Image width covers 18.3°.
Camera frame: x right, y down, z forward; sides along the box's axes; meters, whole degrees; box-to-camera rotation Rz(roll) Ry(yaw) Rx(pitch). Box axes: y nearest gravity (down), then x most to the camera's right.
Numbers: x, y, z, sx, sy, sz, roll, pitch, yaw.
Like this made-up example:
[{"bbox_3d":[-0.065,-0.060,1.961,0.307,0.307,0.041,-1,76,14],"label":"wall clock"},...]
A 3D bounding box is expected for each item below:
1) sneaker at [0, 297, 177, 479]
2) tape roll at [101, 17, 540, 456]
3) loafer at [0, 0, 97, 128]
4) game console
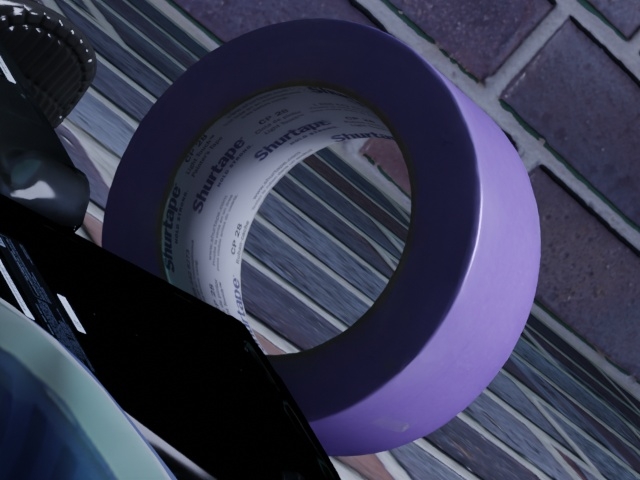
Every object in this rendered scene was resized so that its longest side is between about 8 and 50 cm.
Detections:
[{"bbox_3d":[-0.016,0.120,0.371,0.315,0.127,0.182,23,-24,-2],"label":"sneaker"},{"bbox_3d":[0.000,0.000,0.908,0.189,0.189,0.080,45,7,28],"label":"tape roll"},{"bbox_3d":[-0.194,-0.115,0.996,0.078,0.080,0.220,46,8,32],"label":"loafer"},{"bbox_3d":[-0.121,-0.020,0.794,0.213,0.044,0.361,33,19,-54],"label":"game console"}]
